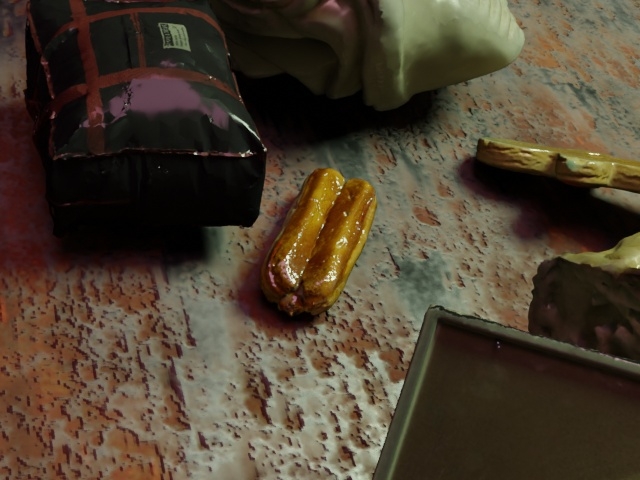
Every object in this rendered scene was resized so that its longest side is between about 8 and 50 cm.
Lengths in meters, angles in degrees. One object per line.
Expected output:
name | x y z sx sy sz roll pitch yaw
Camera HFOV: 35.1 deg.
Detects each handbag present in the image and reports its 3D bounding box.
handbag | -0.150 -0.104 0.818 0.169 0.155 0.215 -8 50 -15

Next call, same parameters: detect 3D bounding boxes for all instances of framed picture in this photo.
framed picture | 0.167 0.174 0.589 0.289 0.016 0.213 15 78 21

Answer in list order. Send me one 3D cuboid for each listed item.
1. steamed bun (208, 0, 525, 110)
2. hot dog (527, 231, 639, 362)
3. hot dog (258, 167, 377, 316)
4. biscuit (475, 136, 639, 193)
steamed bun | 0.009 -0.256 0.993 0.324 0.219 0.309 3 54 -50
hot dog | 0.393 0.102 0.752 0.365 0.196 0.367 -24 61 -32
hot dog | 0.000 0.000 0.837 0.071 0.045 0.165 21 43 3
biscuit | 0.262 -0.065 0.950 0.234 0.030 0.153 11 9 15
